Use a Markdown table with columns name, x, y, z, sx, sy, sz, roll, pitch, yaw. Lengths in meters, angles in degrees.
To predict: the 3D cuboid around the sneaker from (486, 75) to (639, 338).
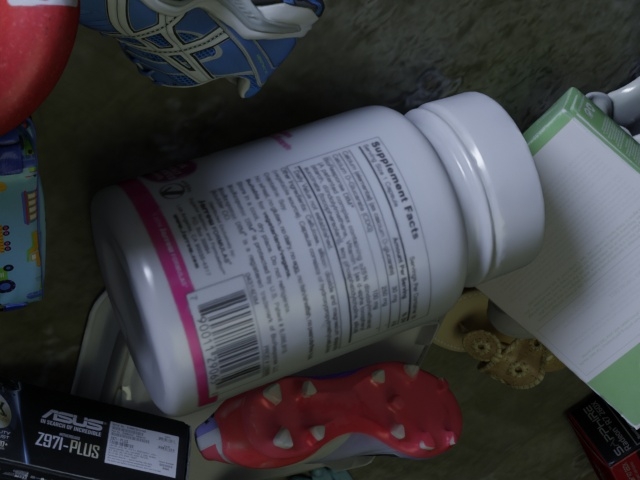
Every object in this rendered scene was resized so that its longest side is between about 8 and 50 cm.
| name | x | y | z | sx | sy | sz | roll | pitch | yaw |
| --- | --- | --- | --- | --- | --- | --- | --- | --- | --- |
| sneaker | 0.232 | -0.045 | 1.007 | 0.152 | 0.114 | 0.305 | 29 | 115 | -27 |

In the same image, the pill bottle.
| name | x | y | z | sx | sy | sz | roll | pitch | yaw |
| --- | --- | --- | --- | --- | --- | --- | --- | --- | --- |
| pill bottle | 0.000 | 0.000 | 0.817 | 0.283 | 0.160 | 0.160 | -19 | 141 | -18 |

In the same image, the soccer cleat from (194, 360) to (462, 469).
| name | x | y | z | sx | sy | sz | roll | pitch | yaw |
| --- | --- | --- | --- | --- | --- | --- | --- | --- | --- |
| soccer cleat | 0.014 | 0.146 | 0.961 | 0.248 | 0.083 | 0.095 | 4 | 160 | -44 |

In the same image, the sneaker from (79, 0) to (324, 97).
| name | x | y | z | sx | sy | sz | roll | pitch | yaw |
| --- | --- | --- | --- | --- | --- | --- | --- | --- | --- |
| sneaker | -0.093 | -0.127 | 0.671 | 0.211 | 0.080 | 0.081 | 7 | 125 | -39 |

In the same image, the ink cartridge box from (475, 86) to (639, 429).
| name | x | y | z | sx | sy | sz | roll | pitch | yaw |
| --- | --- | --- | --- | --- | --- | --- | --- | --- | --- |
| ink cartridge box | 0.226 | 0.018 | 0.940 | 0.171 | 0.235 | 0.056 | -47 | -175 | 34 |

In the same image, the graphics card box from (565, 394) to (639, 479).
| name | x | y | z | sx | sy | sz | roll | pitch | yaw |
| --- | --- | --- | --- | --- | --- | --- | --- | --- | --- |
| graphics card box | 0.494 | 0.181 | 1.440 | 0.371 | 0.094 | 0.233 | -35 | 143 | 1 |

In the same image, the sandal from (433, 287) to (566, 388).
| name | x | y | z | sx | sy | sz | roll | pitch | yaw |
| --- | --- | --- | --- | --- | --- | --- | --- | --- | --- |
| sandal | 0.201 | 0.107 | 1.152 | 0.240 | 0.079 | 0.088 | 18 | 121 | -46 |

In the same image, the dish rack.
| name | x | y | z | sx | sy | sz | roll | pitch | yaw |
| --- | --- | --- | --- | --- | --- | --- | --- | --- | --- |
| dish rack | -0.044 | 0.127 | 1.007 | 0.333 | 0.072 | 0.285 | -6 | 137 | -30 |

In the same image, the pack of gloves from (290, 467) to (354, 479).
| name | x | y | z | sx | sy | sz | roll | pitch | yaw |
| --- | --- | --- | --- | --- | --- | --- | --- | --- | --- |
| pack of gloves | -0.032 | 0.331 | 1.266 | 0.195 | 0.046 | 0.232 | -32 | 143 | -2 |

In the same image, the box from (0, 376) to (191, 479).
| name | x | y | z | sx | sy | sz | roll | pitch | yaw |
| --- | --- | --- | --- | --- | --- | --- | --- | --- | --- |
| box | -0.205 | 0.191 | 0.897 | 0.180 | 0.077 | 0.147 | 16 | 127 | -14 |

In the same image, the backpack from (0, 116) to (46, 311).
| name | x | y | z | sx | sy | sz | roll | pitch | yaw |
| --- | --- | --- | --- | --- | --- | --- | --- | --- | --- |
| backpack | -0.248 | -0.024 | 0.648 | 0.173 | 0.117 | 0.158 | -9 | 136 | -25 |

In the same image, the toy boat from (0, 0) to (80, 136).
| name | x | y | z | sx | sy | sz | roll | pitch | yaw |
| --- | --- | --- | --- | --- | --- | --- | --- | --- | --- |
| toy boat | -0.216 | -0.109 | 0.501 | 0.231 | 0.151 | 0.151 | -2 | 96 | -23 |
